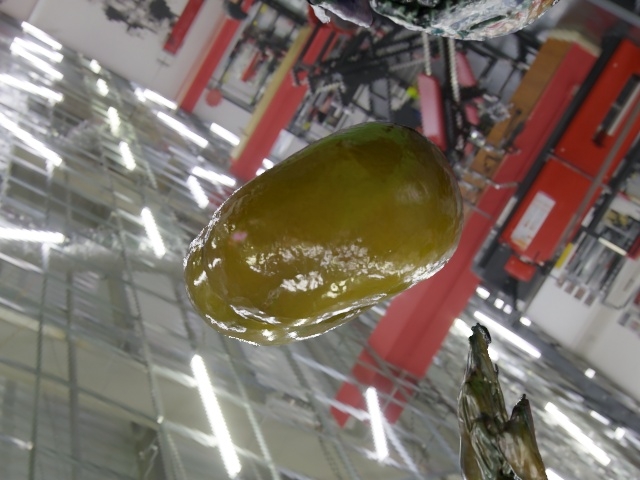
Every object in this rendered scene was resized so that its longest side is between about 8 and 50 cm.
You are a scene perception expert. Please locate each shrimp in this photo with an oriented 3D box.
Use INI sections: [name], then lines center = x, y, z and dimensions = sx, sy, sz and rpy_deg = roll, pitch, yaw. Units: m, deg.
[shrimp]
center = 0.186, 0.220, 0.891
dimensions = 0.059, 0.254, 0.145
rpy_deg = -10, -166, -17

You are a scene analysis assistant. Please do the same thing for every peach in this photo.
[peach]
center = 0.000, 0.000, 0.733
dimensions = 0.153, 0.251, 0.251
rpy_deg = 66, -162, 14

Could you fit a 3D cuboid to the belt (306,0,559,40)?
[belt]
center = 0.120, -0.270, 0.627
dimensions = 0.207, 0.295, 0.160
rpy_deg = 28, -169, 12
